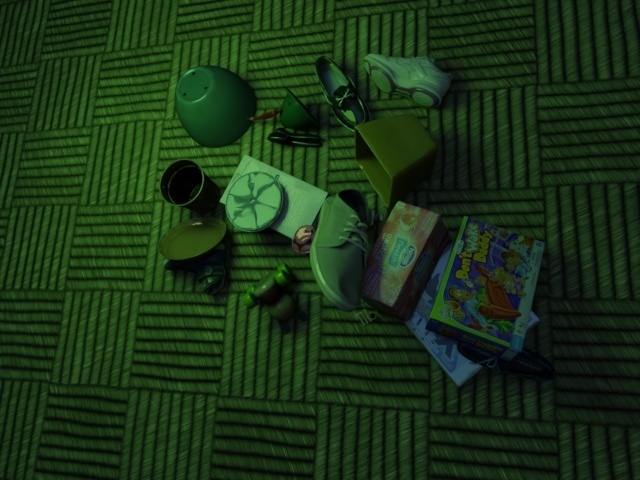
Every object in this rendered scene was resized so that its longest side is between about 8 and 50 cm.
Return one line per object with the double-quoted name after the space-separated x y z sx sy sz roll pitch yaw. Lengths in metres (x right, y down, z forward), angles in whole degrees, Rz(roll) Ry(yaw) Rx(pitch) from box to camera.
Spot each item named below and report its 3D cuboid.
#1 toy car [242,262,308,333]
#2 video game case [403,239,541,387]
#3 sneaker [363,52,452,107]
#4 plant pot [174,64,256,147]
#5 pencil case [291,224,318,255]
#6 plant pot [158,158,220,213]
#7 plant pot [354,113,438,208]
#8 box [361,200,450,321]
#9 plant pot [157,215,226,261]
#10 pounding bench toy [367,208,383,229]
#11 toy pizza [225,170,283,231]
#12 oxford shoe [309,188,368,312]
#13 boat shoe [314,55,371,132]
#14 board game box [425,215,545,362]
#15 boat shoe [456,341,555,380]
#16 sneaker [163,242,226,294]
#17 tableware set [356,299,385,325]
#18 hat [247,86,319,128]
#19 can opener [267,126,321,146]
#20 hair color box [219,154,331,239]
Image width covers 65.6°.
-0.125 0.197 1.572 0.155 0.149 0.188 -35 99 9 "toy car"
0.404 0.201 1.446 0.300 0.036 0.329 -41 69 3 "video game case"
0.287 -0.548 1.639 0.305 0.114 0.152 31 73 16 "sneaker"
-0.400 -0.502 1.762 0.290 0.195 0.290 -4 76 15 "plant pot"
0.000 0.000 1.519 0.095 0.209 0.098 35 104 24 "pencil case"
-0.438 -0.174 1.709 0.167 0.165 0.167 -3 76 14 "plant pot"
0.238 -0.262 1.528 0.187 0.212 0.212 -29 70 -6 "plant pot"
0.236 0.059 1.438 0.142 0.154 0.300 22 76 34 "box"
-0.428 -0.002 1.676 0.236 0.032 0.236 -9 37 7 "plant pot"
0.163 -0.064 1.563 0.083 0.065 0.052 8 79 19 "pounding bench toy"
-0.210 -0.123 1.592 0.201 0.032 0.201 -4 77 17 "toy pizza"
0.070 0.002 1.382 0.130 0.169 0.449 -37 29 31 "oxford shoe"
0.067 -0.495 1.682 0.114 0.091 0.302 -37 70 5 "boat shoe"
0.450 0.121 1.347 0.233 0.078 0.347 20 59 12 "board game box"
0.500 0.305 1.331 0.258 0.089 0.109 11 89 6 "boat shoe"
-0.424 0.112 1.677 0.226 0.086 0.163 -15 71 11 "sneaker"
0.136 0.178 1.535 0.104 0.024 0.154 -33 70 6 "tableware set"
-0.126 -0.396 1.687 0.183 0.208 0.173 -40 112 10 "hat"
-0.088 -0.347 1.713 0.186 0.059 0.073 9 52 8 "can opener"
-0.142 -0.130 1.645 0.339 0.110 0.185 27 88 18 "hair color box"
